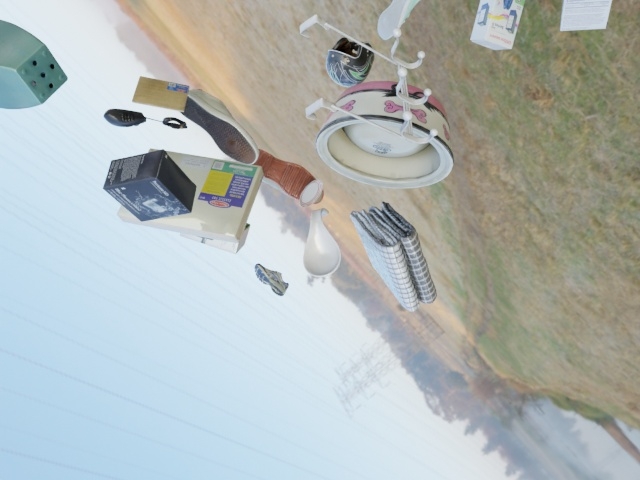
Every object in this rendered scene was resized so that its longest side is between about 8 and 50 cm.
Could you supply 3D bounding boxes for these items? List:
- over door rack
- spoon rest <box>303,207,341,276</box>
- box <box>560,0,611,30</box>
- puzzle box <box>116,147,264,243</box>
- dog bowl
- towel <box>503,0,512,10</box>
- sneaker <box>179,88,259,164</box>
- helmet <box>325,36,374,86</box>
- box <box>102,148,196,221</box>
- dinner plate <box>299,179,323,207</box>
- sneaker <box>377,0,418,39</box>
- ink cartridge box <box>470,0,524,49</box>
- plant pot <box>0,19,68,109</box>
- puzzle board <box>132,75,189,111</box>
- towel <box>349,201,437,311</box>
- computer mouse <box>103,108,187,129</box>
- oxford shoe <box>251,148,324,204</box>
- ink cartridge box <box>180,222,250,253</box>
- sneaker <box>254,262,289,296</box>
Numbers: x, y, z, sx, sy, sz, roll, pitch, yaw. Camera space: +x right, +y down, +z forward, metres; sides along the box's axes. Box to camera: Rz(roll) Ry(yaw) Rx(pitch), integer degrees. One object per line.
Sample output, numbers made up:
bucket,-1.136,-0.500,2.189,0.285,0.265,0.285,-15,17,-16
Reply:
over door rack,0.122,-0.363,1.086,0.324,0.108,0.240,7,-111,-28
spoon rest,0.000,0.000,1.675,0.084,0.137,0.277,54,-154,-54
box,0.781,-0.698,1.423,0.126,0.072,0.137,7,154,23
puzzle box,-0.413,-0.149,1.560,0.408,0.272,0.052,11,153,11
dog bowl,0.196,-0.308,1.434,0.407,0.151,0.408,11,163,3
towel,0.667,-0.875,1.693,0.119,0.029,0.067,75,-161,-67
sneaker,-0.282,-0.353,1.446,0.290,0.106,0.123,43,-144,-5
helmet,0.099,-0.632,1.732,0.169,0.162,0.169,37,166,11
box,-0.424,-0.134,1.218,0.156,0.158,0.093,57,-150,-54
dinner plate,-0.044,-0.204,2.086,0.017,0.141,0.141,37,178,24
sneaker,0.324,-0.878,1.835,0.094,0.151,0.256,52,146,9
ink cartridge box,0.699,-0.877,1.907,0.154,0.213,0.093,5,-163,-28
plant pot,-0.772,-0.430,1.207,0.234,0.166,0.166,18,151,19
puzzle board,-0.410,-0.377,1.251,0.011,0.128,0.097,115,160,-54
towel,0.214,0.035,1.387,0.235,0.121,0.284,64,177,-29
computer mouse,-0.492,-0.334,1.383,0.242,0.071,0.041,-2,-97,-39
oxford shoe,-0.164,-0.287,2.171,0.396,0.141,0.146,32,175,-8
ink cartridge box,-0.369,-0.039,1.708,0.208,0.087,0.153,19,-166,-1
sneaker,-0.159,0.121,1.588,0.135,0.058,0.052,45,141,-3
